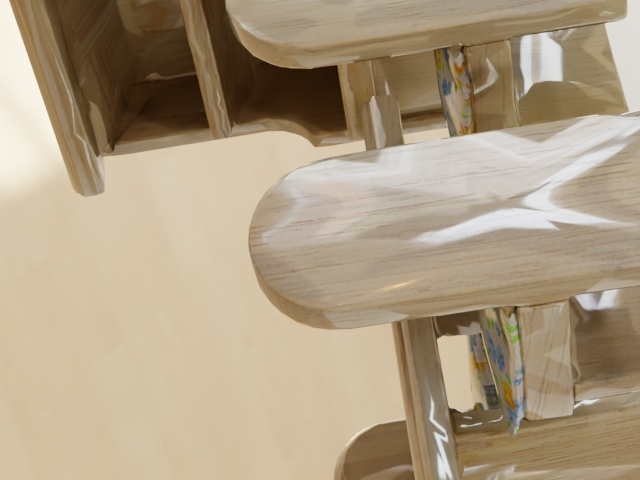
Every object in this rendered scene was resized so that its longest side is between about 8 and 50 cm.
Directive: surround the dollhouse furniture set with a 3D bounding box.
[{"bbox_3d":[0.000,0.000,0.538,0.212,0.161,0.242,79,3,-49],"label":"dollhouse furniture set"}]
